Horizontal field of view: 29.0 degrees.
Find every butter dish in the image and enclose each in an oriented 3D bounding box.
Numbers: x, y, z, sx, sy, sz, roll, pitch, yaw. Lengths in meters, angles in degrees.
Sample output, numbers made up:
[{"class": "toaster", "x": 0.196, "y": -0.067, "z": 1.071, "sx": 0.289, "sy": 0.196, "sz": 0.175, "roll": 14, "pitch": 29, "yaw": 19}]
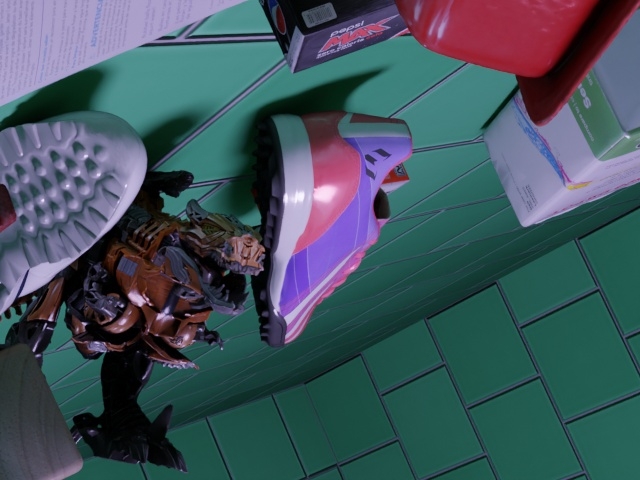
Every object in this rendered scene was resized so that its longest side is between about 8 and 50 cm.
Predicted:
[{"class": "butter dish", "x": 0.063, "y": -0.147, "z": 0.507, "sx": 0.118, "sy": 0.160, "sz": 0.160, "roll": -2, "pitch": 154, "yaw": -15}]

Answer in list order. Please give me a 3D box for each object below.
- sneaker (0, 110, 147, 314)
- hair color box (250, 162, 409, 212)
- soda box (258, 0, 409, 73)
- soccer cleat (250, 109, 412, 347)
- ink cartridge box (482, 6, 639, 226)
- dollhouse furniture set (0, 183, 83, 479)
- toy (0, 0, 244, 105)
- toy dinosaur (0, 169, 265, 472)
[{"class": "sneaker", "x": -0.169, "y": -0.029, "z": 0.806, "sx": 0.095, "sy": 0.090, "sz": 0.235, "roll": -32, "pitch": -179, "yaw": -41}, {"class": "hair color box", "x": 0.011, "y": -0.052, "z": 1.160, "sx": 0.072, "sy": 0.043, "sz": 0.141, "roll": -32, "pitch": 166, "yaw": 39}, {"class": "soda box", "x": 0.052, "y": -0.154, "z": 0.702, "sx": 0.169, "sy": 0.053, "sz": 0.060, "roll": -21, "pitch": 170, "yaw": -12}, {"class": "soccer cleat", "x": 0.000, "y": 0.000, "z": 1.051, "sx": 0.116, "sy": 0.109, "sz": 0.318, "roll": -7, "pitch": 151, "yaw": -10}, {"class": "ink cartridge box", "x": 0.299, "y": -0.132, "z": 1.193, "sx": 0.201, "sy": 0.117, "sz": 0.278, "roll": -21, "pitch": 169, "yaw": -15}, {"class": "dollhouse furniture set", "x": -0.206, "y": 0.097, "z": 0.512, "sx": 0.201, "sy": 0.374, "sz": 0.152, "roll": -19, "pitch": 174, "yaw": -32}, {"class": "toy", "x": -0.096, "y": -0.125, "z": 0.462, "sx": 0.237, "sy": 0.056, "sz": 0.137, "roll": -27, "pitch": 150, "yaw": -33}, {"class": "toy dinosaur", "x": -0.161, "y": 0.056, "z": 0.950, "sx": 0.164, "sy": 0.218, "sz": 0.322, "roll": 14, "pitch": 166, "yaw": -21}]
